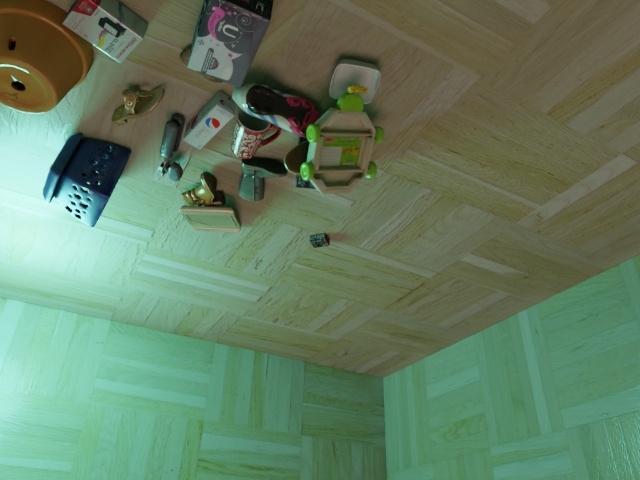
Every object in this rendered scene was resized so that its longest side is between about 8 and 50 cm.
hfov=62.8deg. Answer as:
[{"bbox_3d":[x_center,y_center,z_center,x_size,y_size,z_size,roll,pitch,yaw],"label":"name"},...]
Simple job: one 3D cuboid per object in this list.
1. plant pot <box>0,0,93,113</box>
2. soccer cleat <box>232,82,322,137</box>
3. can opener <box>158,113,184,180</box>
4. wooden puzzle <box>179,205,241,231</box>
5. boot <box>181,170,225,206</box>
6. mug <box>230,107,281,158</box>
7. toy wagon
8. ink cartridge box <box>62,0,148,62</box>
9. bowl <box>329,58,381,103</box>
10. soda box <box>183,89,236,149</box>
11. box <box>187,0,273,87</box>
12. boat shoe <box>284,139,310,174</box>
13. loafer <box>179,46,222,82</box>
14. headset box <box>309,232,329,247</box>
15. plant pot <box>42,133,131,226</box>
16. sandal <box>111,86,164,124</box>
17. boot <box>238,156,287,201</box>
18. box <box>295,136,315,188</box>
[{"bbox_3d":[-0.813,-0.498,1.468,0.290,0.204,0.291,0,147,0],"label":"plant pot"},{"bbox_3d":[-0.129,-0.421,1.662,0.331,0.116,0.143,15,-169,-44],"label":"soccer cleat"},{"bbox_3d":[-0.508,-0.315,1.841,0.095,0.076,0.283,30,142,-6],"label":"can opener"},{"bbox_3d":[-0.454,-0.095,2.187,0.220,0.044,0.239,2,162,-1],"label":"wooden puzzle"},{"bbox_3d":[-0.475,-0.191,2.049,0.152,0.073,0.197,-1,145,13],"label":"boot"},{"bbox_3d":[-0.225,-0.348,1.750,0.150,0.113,0.169,28,146,-6],"label":"mug"},{"bbox_3d":[0.074,-0.314,1.633,0.267,0.068,0.345,-6,117,-33],"label":"toy wagon"},{"bbox_3d":[-0.583,-0.591,1.431,0.127,0.072,0.175,-26,137,35],"label":"ink cartridge box"},{"bbox_3d":[0.102,-0.485,1.580,0.142,0.053,0.142,7,147,-9],"label":"bowl"},{"bbox_3d":[-0.366,-0.393,1.725,0.069,0.074,0.216,27,139,-33],"label":"soda box"},{"bbox_3d":[-0.243,-0.562,1.396,0.163,0.142,0.247,16,144,-21],"label":"box"},{"bbox_3d":[0.013,-0.295,1.734,0.302,0.109,0.098,-27,-170,-17],"label":"boat shoe"},{"bbox_3d":[-0.341,-0.518,1.547,0.148,0.056,0.050,22,148,-28],"label":"loafer"},{"bbox_3d":[0.000,0.000,2.354,0.083,0.032,0.062,-11,146,17],"label":"headset box"},{"bbox_3d":[-0.843,-0.226,1.875,0.212,0.236,0.236,26,141,-21],"label":"plant pot"},{"bbox_3d":[-0.603,-0.437,1.657,0.240,0.088,0.079,-15,150,33],"label":"sandal"},{"bbox_3d":[-0.221,-0.221,1.986,0.189,0.076,0.209,16,140,4],"label":"boot"},{"bbox_3d":[-0.004,-0.265,1.820,0.158,0.156,0.093,4,158,-4],"label":"box"}]
